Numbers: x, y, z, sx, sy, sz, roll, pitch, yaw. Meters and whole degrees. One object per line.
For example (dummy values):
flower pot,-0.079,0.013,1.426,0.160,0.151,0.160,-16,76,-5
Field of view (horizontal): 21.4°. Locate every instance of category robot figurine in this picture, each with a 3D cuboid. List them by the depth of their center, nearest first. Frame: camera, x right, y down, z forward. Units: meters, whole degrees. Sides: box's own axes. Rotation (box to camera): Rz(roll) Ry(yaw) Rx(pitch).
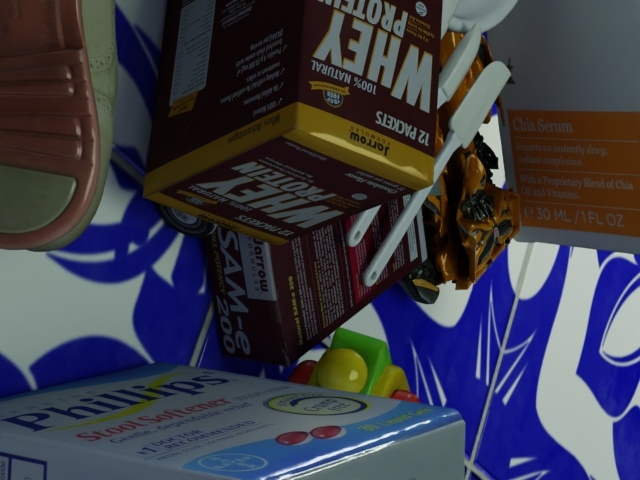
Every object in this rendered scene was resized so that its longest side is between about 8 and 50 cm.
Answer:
robot figurine,0.122,-0.081,1.639,0.211,0.085,0.291,-46,131,-43

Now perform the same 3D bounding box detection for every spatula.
spatula,0.076,-0.091,1.447,0.242,0.019,0.168,-57,147,-12

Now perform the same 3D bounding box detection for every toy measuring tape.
toy measuring tape,0.031,0.172,1.477,0.330,0.121,0.121,70,35,-67

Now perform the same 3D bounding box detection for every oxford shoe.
oxford shoe,-0.202,-0.186,1.144,0.146,0.140,0.397,69,23,-84

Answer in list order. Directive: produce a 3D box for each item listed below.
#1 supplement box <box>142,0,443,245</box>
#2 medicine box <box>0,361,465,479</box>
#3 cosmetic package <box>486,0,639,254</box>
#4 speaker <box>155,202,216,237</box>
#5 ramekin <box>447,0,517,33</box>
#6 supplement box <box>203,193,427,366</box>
supplement box,-0.019,-0.123,1.274,0.129,0.191,0.194,20,64,-34
medicine box,-0.088,0.189,1.169,0.263,0.289,0.149,-9,103,-56
cosmetic package,0.290,-0.224,1.664,0.161,0.230,0.453,-15,102,-33
speaker,-0.076,-0.065,1.373,0.136,0.055,0.055,-55,136,-37
ramekin,0.079,-0.322,1.509,0.277,0.135,0.277,-9,101,-56
supplement box,0.000,0.000,1.478,0.239,0.073,0.130,-34,122,-51
